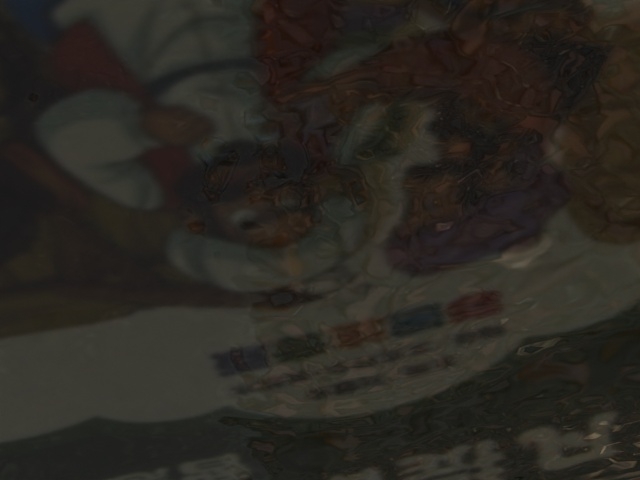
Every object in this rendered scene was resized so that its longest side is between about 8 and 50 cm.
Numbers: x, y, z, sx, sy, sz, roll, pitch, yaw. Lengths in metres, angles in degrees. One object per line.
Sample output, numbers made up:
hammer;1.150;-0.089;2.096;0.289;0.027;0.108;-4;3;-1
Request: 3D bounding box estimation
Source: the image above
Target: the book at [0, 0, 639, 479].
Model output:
book;0.000;0.000;0.378;0.202;0.027;0.264;-13;-35;3
